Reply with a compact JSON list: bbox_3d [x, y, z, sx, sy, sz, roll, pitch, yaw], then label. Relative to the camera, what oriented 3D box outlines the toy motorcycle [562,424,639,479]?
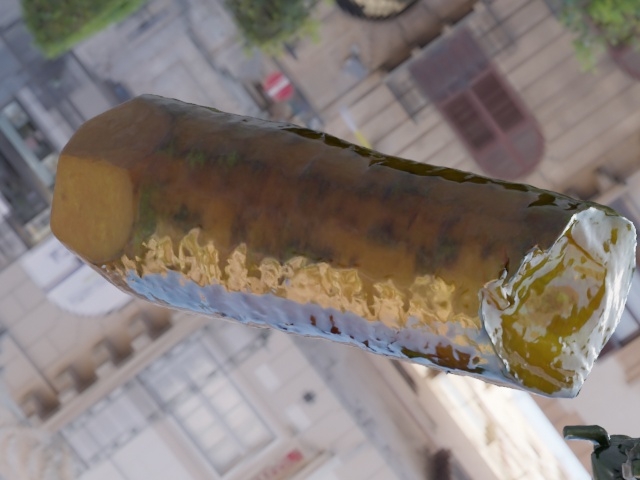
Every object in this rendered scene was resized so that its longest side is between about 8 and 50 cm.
[{"bbox_3d":[0.295,0.190,1.041,0.205,0.127,0.275,-2,170,-3],"label":"toy motorcycle"}]

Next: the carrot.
[{"bbox_3d":[0.000,0.000,0.740,0.302,0.114,0.114,14,-143,26],"label":"carrot"}]
